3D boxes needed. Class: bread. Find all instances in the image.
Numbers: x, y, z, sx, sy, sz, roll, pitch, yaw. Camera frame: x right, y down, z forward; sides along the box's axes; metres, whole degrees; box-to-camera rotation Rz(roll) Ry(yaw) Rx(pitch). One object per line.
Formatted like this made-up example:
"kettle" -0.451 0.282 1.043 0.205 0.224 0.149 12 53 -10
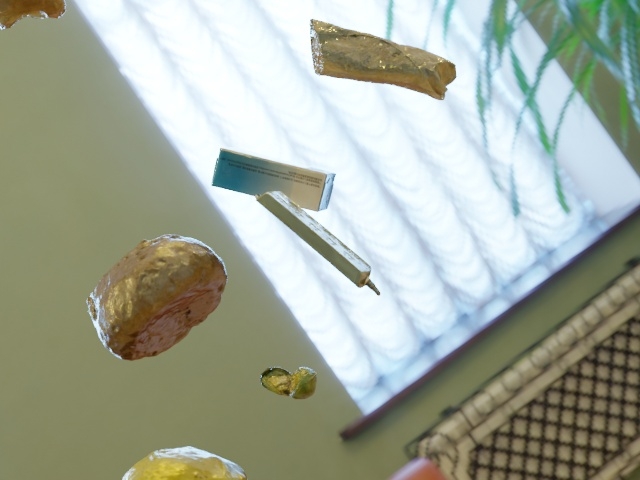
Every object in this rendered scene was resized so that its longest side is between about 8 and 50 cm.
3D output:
"bread" -0.254 0.083 1.649 0.230 0.123 0.230 -38 -16 -13

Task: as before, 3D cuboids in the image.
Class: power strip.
"power strip" 0.000 0.000 1.672 0.027 0.252 0.060 -53 -10 15

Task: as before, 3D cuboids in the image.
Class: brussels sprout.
"brussels sprout" -0.043 0.205 1.555 0.083 0.051 0.046 5 45 30

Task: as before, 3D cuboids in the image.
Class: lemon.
"lemon" -0.230 0.478 1.799 0.268 0.268 0.322 -35 -29 -17

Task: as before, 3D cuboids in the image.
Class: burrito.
"burrito" 0.083 -0.253 1.522 0.060 0.226 0.087 99 -174 -67

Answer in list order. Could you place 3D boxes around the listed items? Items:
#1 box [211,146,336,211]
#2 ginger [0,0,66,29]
"box" -0.080 -0.108 1.881 0.139 0.194 0.073 -28 -48 -82
"ginger" -0.469 -0.390 1.434 0.131 0.294 0.086 -56 -2 15
